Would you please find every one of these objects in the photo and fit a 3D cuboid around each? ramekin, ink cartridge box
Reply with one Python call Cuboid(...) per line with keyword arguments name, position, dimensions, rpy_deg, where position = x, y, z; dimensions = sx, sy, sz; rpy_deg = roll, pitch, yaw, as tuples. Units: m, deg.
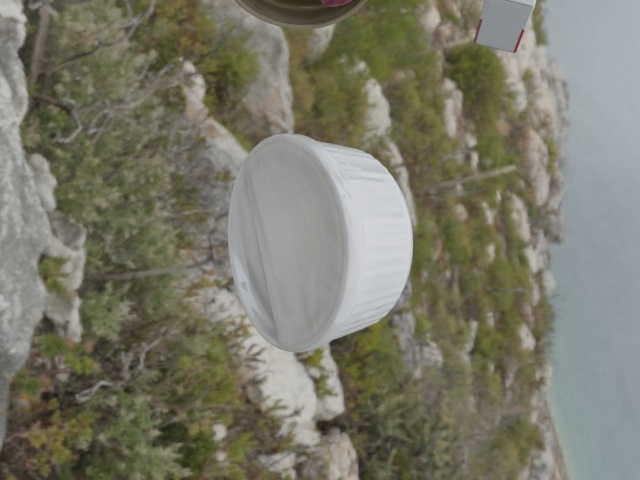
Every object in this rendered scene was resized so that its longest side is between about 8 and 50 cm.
Cuboid(name="ramekin", position=(0.000, 0.000, 0.999), dimensions=(0.127, 0.273, 0.273), rpy_deg=(-5, 85, -36))
Cuboid(name="ink cartridge box", position=(0.297, -0.399, 1.209), dimensions=(0.127, 0.072, 0.175), rpy_deg=(84, 23, -71))

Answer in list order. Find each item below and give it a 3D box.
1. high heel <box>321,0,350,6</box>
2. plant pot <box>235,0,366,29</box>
Cuboid(name="high heel", position=(-0.006, -0.466, 1.156), dimensions=(0.082, 0.117, 0.244), rpy_deg=(-46, 112, -36))
Cuboid(name="plant pot", position=(-0.031, -0.631, 1.554), dimensions=(0.323, 0.323, 0.280), rpy_deg=(50, 34, -40))
